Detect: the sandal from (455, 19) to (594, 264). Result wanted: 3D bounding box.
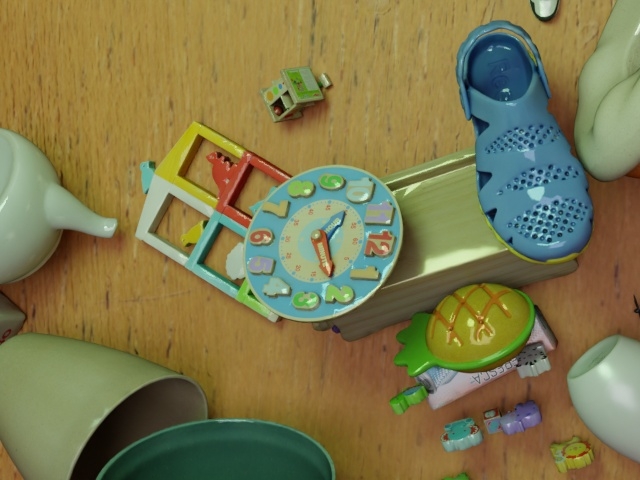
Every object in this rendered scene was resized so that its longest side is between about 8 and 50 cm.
[{"bbox_3d":[0.218,-0.121,1.105,0.126,0.138,0.317,-19,64,7],"label":"sandal"}]

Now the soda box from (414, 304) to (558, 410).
[{"bbox_3d":[0.215,0.152,1.283,0.183,0.058,0.063,-30,83,14],"label":"soda box"}]

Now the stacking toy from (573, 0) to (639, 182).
[{"bbox_3d":[0.557,-0.159,1.084,0.480,0.350,0.350,21,97,-1],"label":"stacking toy"}]

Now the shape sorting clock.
[{"bbox_3d":[0.000,0.000,1.177,0.206,0.040,0.206,-8,63,16],"label":"shape sorting clock"}]

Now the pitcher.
[{"bbox_3d":[0.420,0.200,1.201,0.178,0.125,0.207,-43,90,-8],"label":"pitcher"}]

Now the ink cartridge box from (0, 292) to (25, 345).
[{"bbox_3d":[-0.590,0.159,1.413,0.117,0.278,0.201,39,101,16],"label":"ink cartridge box"}]

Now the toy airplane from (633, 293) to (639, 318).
[{"bbox_3d":[0.463,0.063,1.222,0.151,0.028,0.151,1,93,16],"label":"toy airplane"}]

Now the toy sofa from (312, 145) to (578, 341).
[{"bbox_3d":[0.142,-0.008,1.257,0.363,0.177,0.150,-18,62,11],"label":"toy sofa"}]

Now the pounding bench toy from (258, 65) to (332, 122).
[{"bbox_3d":[-0.031,-0.201,1.357,0.065,0.083,0.052,-34,77,46],"label":"pounding bench toy"}]

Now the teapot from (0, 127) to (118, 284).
[{"bbox_3d":[-0.471,-0.026,1.429,0.252,0.187,0.256,-46,51,-6],"label":"teapot"}]

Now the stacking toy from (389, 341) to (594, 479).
[{"bbox_3d":[0.215,0.239,1.250,0.221,0.052,0.167,-20,109,13],"label":"stacking toy"}]

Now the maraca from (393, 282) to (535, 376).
[{"bbox_3d":[0.176,0.113,1.213,0.186,0.127,0.099,-18,122,24],"label":"maraca"}]

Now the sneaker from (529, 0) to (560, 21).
[{"bbox_3d":[0.286,-0.336,1.260,0.040,0.044,0.109,0,93,15],"label":"sneaker"}]

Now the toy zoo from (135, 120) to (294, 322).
[{"bbox_3d":[-0.137,-0.039,1.399,0.293,0.030,0.192,31,100,13],"label":"toy zoo"}]

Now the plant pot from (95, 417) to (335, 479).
[{"bbox_3d":[-0.122,0.378,1.218,0.293,0.293,0.196,3,110,17],"label":"plant pot"}]

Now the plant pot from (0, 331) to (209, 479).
[{"bbox_3d":[-0.343,0.244,1.377,0.274,0.256,0.256,26,98,32],"label":"plant pot"}]
